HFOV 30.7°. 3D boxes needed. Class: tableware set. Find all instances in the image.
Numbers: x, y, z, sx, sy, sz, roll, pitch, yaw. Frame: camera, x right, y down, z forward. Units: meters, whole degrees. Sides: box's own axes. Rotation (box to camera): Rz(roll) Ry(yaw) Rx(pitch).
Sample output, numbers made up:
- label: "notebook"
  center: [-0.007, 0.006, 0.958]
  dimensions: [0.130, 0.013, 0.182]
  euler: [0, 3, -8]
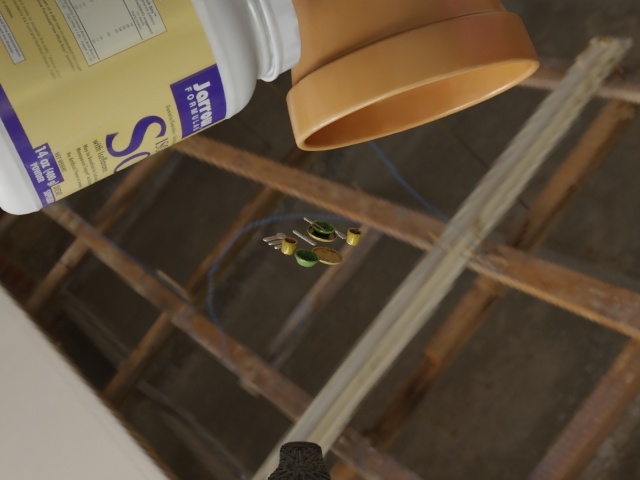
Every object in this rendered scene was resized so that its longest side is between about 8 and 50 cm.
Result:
- label: "tableware set"
  center: [0.000, 0.000, 1.697]
  dimensions: [0.104, 0.154, 0.024]
  euler: [34, -61, 32]

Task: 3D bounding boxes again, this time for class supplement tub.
- label: "supplement tub"
  center: [-0.211, -0.196, 1.155]
  dimensions: [0.331, 0.241, 0.241]
  euler: [-27, -155, -12]

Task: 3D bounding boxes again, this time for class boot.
- label: "boot"
  center: [-0.021, 0.352, 1.313]
  dimensions: [0.189, 0.076, 0.208]
  euler: [-55, 148, -77]

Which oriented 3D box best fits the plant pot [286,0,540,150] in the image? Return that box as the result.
- label: "plant pot"
  center: [0.081, -0.245, 1.334]
  dimensions: [0.291, 0.203, 0.291]
  euler: [-18, 177, -1]
